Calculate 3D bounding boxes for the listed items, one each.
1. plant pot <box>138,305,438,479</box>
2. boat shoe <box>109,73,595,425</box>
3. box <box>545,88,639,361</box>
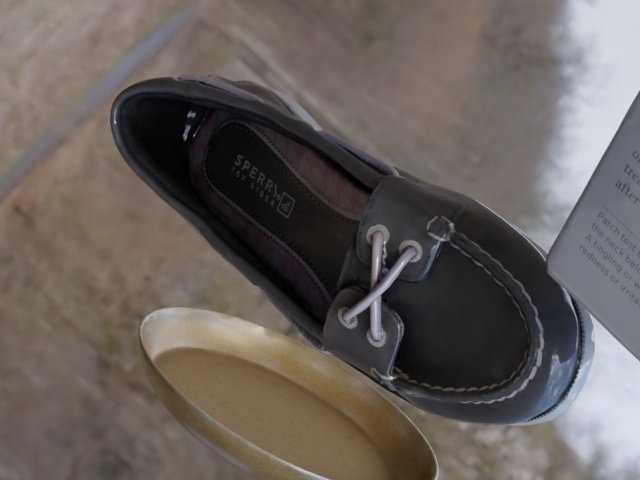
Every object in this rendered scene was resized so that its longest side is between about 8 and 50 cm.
[{"bbox_3d":[-0.027,0.122,1.304,0.032,0.236,0.236,-63,-176,15],"label":"plant pot"},{"bbox_3d":[0.000,0.000,0.966,0.335,0.095,0.112,37,-69,45],"label":"boat shoe"},{"bbox_3d":[0.281,-0.083,0.759,0.215,0.168,0.345,-11,138,-43],"label":"box"}]
